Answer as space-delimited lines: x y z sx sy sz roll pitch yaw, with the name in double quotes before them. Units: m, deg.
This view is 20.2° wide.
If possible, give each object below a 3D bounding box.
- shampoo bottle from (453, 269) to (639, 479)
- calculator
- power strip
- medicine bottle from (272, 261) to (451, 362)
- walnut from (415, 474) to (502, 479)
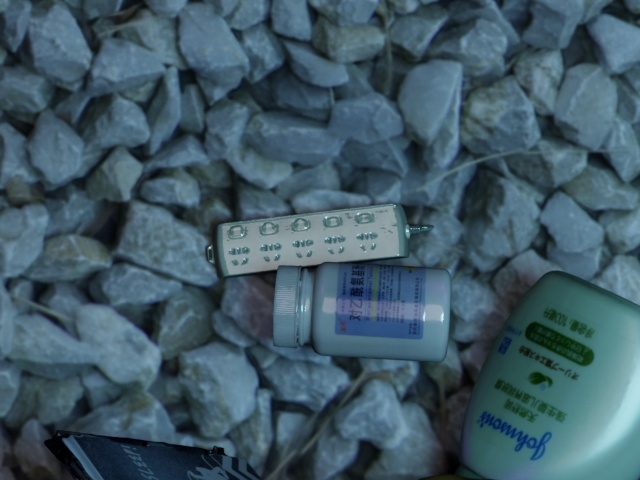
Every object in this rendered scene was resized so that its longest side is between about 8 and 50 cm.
"shampoo bottle" 0.231 0.217 1.856 0.222 0.151 0.349 27 89 42
"calculator" -0.136 0.254 1.806 0.166 0.274 0.028 43 109 41
"power strip" 0.000 0.000 1.977 0.252 0.027 0.060 -7 80 1
"medicine bottle" 0.045 0.075 1.924 0.186 0.103 0.103 4 80 2
"walnut" 0.135 0.391 1.642 0.383 0.383 0.384 0 80 2
